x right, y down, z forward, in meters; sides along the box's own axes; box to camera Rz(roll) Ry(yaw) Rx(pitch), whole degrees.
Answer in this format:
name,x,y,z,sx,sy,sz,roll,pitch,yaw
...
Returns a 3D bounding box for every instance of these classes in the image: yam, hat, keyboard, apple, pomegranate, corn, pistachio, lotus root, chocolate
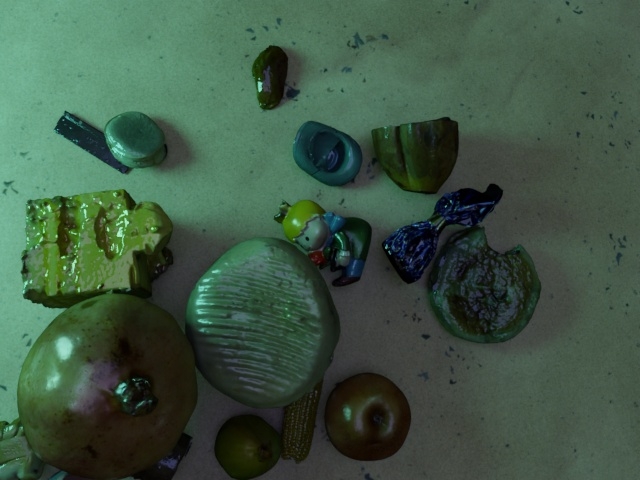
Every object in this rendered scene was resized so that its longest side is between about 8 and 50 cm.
name,x,y,z,sx,sy,sz,roll,pitch,yaw
yam,-0.423,0.428,1.222,0.279,0.131,0.131,22,78,-5
hat,0.009,-0.217,1.422,0.191,0.078,0.138,28,86,-23
keyboard,-0.533,-0.233,1.361,0.195,0.018,0.060,32,84,-4
apple,0.108,0.400,1.294,0.201,0.162,0.201,1,80,-8
pomegranate,-0.381,0.268,1.058,0.338,0.338,0.338,1,81,-9
corn,-0.044,0.386,1.313,0.080,0.080,0.238,14,80,-7
pistachio,-0.129,-0.417,1.440,0.089,0.049,0.173,9,79,-7
lotus root,0.230,-0.202,1.406,0.199,0.188,0.180,-2,95,-12
chocolate,0.299,-0.044,1.405,0.343,0.148,0.126,-39,106,-9

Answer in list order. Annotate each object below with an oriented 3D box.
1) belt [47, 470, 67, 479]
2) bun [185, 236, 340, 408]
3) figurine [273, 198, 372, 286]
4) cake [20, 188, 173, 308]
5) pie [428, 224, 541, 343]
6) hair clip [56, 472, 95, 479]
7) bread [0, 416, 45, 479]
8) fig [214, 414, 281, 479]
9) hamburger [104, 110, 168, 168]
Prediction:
name,x,y,z,sx,sy,sz,roll,pitch,yaw
belt,-0.477,0.644,1.180,0.212,0.117,0.347,-24,86,-12
bun,-0.132,0.178,1.253,0.326,0.234,0.362,-12,85,-14
figurine,-0.005,0.004,1.366,0.234,0.127,0.185,15,87,-17
cake,-0.454,0.022,1.225,0.286,0.227,0.222,-4,81,-10
pie,0.409,0.115,1.438,0.302,0.067,0.302,1,81,-9
hair clip,-0.462,0.502,1.092,0.102,0.123,0.138,-40,78,13
bread,-0.678,0.445,1.197,0.225,0.081,0.134,-8,88,-13
fig,-0.159,0.455,1.266,0.153,0.121,0.136,-8,76,15
hamburger,-0.432,-0.234,1.341,0.140,0.062,0.133,43,52,5
